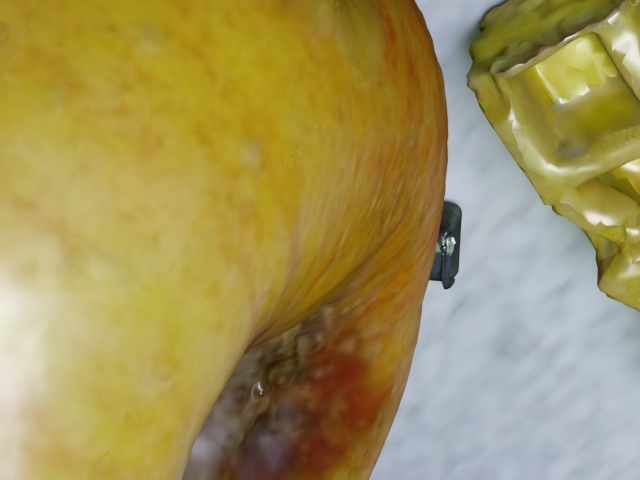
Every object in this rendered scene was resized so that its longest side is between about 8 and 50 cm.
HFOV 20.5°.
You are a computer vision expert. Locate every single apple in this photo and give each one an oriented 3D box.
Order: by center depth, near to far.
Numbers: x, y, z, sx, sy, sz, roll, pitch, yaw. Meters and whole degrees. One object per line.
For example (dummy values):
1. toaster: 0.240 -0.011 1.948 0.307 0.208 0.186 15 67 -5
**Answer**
1. apple: -0.125 0.011 0.450 0.275 0.299 0.299 28 126 23

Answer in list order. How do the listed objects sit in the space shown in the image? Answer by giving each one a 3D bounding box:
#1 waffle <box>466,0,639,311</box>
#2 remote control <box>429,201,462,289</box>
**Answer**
1. waffle: 0.193 -0.021 0.512 0.229 0.057 0.219 -26 115 21
2. remote control: 0.000 0.000 0.575 0.091 0.016 0.034 4 127 6
